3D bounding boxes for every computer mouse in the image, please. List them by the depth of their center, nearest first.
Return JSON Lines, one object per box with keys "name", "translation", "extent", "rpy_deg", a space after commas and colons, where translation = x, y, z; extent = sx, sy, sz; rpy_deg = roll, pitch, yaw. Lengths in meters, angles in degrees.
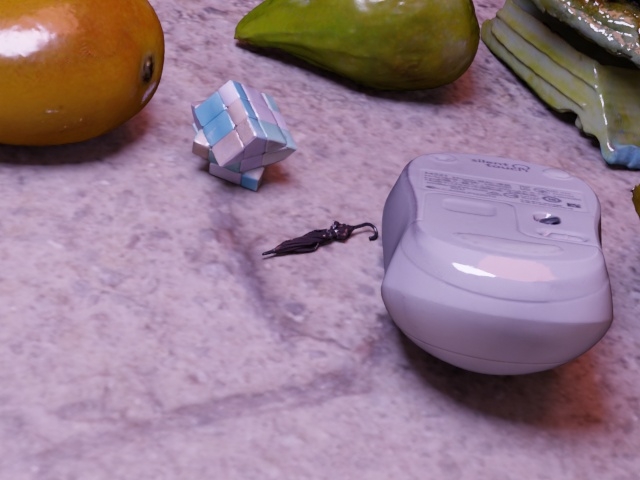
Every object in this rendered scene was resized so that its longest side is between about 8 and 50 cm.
{"name": "computer mouse", "translation": [0.136, 0.023, 1.114], "extent": [0.184, 0.121, 0.297], "rpy_deg": [4, 17, -1]}

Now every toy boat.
{"name": "toy boat", "translation": [0.271, -0.181, 1.521], "extent": [0.111, 0.084, 0.276], "rpy_deg": [2, 34, -28]}

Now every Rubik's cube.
{"name": "Rubik's cube", "translation": [-0.069, -0.084, 1.221], "extent": [0.084, 0.073, 0.075], "rpy_deg": [32, 30, -43]}

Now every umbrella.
{"name": "umbrella", "translation": [-0.001, -0.003, 1.182], "extent": [0.122, 0.013, 0.022], "rpy_deg": [-10, 63, -38]}

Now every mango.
{"name": "mango", "translation": [-0.249, -0.149, 1.170], "extent": [0.255, 0.139, 0.175], "rpy_deg": [-8, 28, -23]}

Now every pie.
{"name": "pie", "translation": [0.334, -0.230, 1.494], "extent": [0.323, 0.070, 0.323], "rpy_deg": [24, 22, -11]}

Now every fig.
{"name": "fig", "translation": [0.051, -0.234, 1.424], "extent": [0.234, 0.167, 0.167], "rpy_deg": [17, 32, -14]}

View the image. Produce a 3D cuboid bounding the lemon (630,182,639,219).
{"name": "lemon", "translation": [0.465, -0.038, 1.182], "extent": [0.364, 0.364, 0.364], "rpy_deg": [13, 32, -8]}
